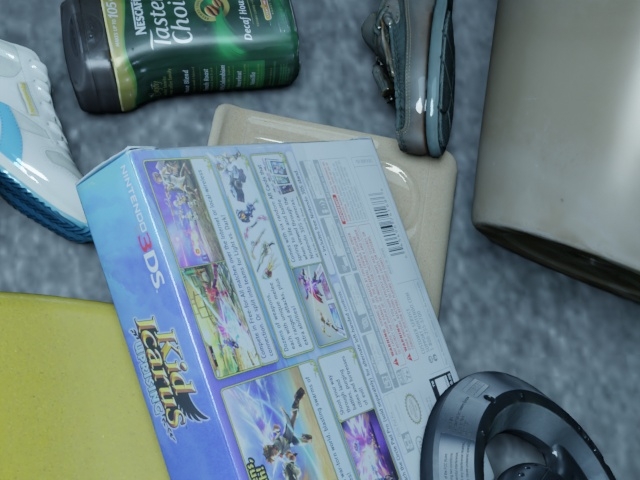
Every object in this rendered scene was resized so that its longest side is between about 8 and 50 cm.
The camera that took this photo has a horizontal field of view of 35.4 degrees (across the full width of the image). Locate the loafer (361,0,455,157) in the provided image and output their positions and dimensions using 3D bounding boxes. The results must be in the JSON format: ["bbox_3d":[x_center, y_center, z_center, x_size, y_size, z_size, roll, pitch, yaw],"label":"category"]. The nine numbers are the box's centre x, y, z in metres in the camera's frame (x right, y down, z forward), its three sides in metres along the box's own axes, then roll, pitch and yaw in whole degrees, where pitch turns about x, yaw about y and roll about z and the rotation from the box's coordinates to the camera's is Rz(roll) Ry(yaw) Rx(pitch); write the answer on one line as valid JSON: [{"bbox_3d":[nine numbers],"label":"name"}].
[{"bbox_3d":[0.072,-0.187,0.849,0.084,0.096,0.268,0,63,13],"label":"loafer"}]

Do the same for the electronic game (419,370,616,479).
[{"bbox_3d":[0.149,0.198,0.685,0.229,0.048,0.229,30,44,-33],"label":"electronic game"}]

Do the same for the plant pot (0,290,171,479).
[{"bbox_3d":[-0.164,0.148,0.649,0.187,0.212,0.212,-7,73,-23],"label":"plant pot"}]

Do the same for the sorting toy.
[{"bbox_3d":[0.000,0.000,0.800,0.208,0.038,0.193,12,71,-8],"label":"sorting toy"}]

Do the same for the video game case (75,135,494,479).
[{"bbox_3d":[-0.011,0.069,0.654,0.244,0.061,0.270,-9,77,-53],"label":"video game case"}]

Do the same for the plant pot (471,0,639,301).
[{"bbox_3d":[0.249,-0.107,0.741,0.323,0.323,0.280,23,86,1],"label":"plant pot"}]

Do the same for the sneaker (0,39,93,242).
[{"bbox_3d":[-0.236,-0.093,0.773,0.228,0.087,0.092,44,71,6],"label":"sneaker"}]

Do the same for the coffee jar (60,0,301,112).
[{"bbox_3d":[-0.114,-0.162,0.813,0.184,0.079,0.096,-12,74,-10],"label":"coffee jar"}]
